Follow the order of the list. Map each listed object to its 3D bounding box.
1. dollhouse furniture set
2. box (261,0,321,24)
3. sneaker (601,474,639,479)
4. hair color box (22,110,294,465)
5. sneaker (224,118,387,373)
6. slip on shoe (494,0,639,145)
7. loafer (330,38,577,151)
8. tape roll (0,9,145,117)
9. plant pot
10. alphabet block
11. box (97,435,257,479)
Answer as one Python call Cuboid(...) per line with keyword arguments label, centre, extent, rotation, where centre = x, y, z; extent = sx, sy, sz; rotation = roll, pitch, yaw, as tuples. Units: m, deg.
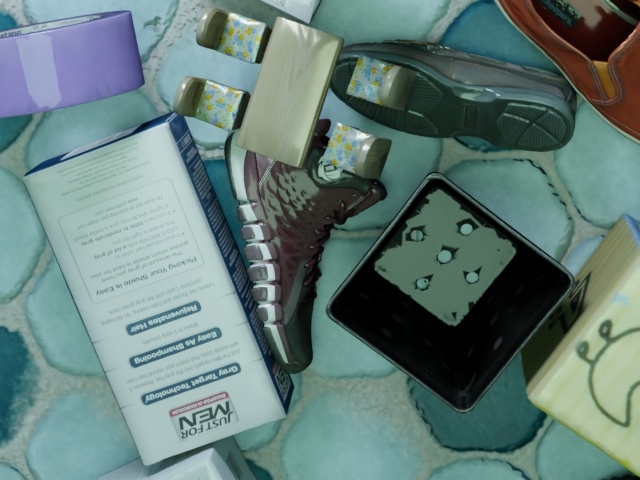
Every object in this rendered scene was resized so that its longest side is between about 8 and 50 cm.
Cuboid(label="dollhouse furniture set", centre=(-0.020, -0.198, 1.623), extent=(0.212, 0.161, 0.242), rotation=(20, 97, 14))
Cuboid(label="box", centre=(-0.035, -0.344, 1.717), extent=(0.145, 0.038, 0.186), rotation=(25, 104, -3))
Cuboid(label="sneaker", centre=(0.372, 0.309, 1.808), extent=(0.271, 0.100, 0.108), rotation=(-27, 105, 9))
Cuboid(label="hair color box", centre=(-0.173, 0.051, 1.782), extent=(0.173, 0.105, 0.347), rotation=(-20, 100, 8))
Cuboid(label="sneaker", centre=(0.000, 0.000, 1.761), extent=(0.162, 0.106, 0.281), rotation=(-11, 101, 3))
Cuboid(label="slip on shoe", centre=(0.318, -0.192, 1.684), extent=(0.331, 0.101, 0.123), rotation=(39, 87, -8))
Cuboid(label="loafer", centre=(0.142, -0.163, 1.737), extent=(0.267, 0.084, 0.096), rotation=(15, 135, 4))
Cuboid(label="tape roll", centre=(-0.282, -0.184, 1.694), extent=(0.189, 0.189, 0.080), rotation=(-8, 102, 6))
Cuboid(label="plant pot", centre=(0.134, 0.036, 1.724), extent=(0.187, 0.167, 0.188), rotation=(36, 104, -7))
Cuboid(label="alphabet block", centre=(0.345, 0.116, 1.717), extent=(0.192, 0.193, 0.197), rotation=(34, 103, -2))
Cuboid(label="box", centre=(-0.169, 0.293, 1.824), extent=(0.170, 0.130, 0.091), rotation=(-26, 100, 10))
